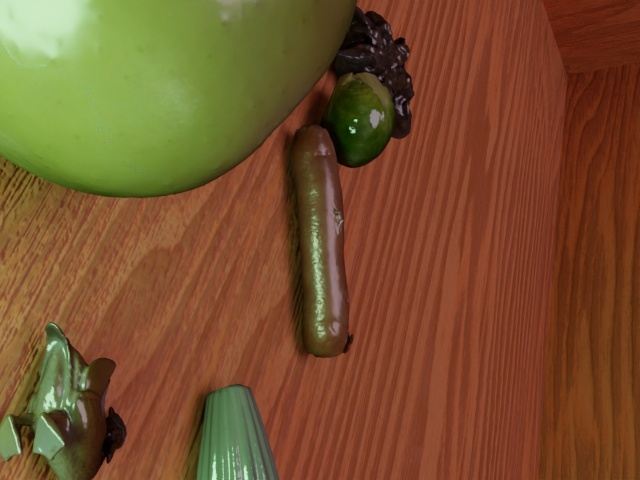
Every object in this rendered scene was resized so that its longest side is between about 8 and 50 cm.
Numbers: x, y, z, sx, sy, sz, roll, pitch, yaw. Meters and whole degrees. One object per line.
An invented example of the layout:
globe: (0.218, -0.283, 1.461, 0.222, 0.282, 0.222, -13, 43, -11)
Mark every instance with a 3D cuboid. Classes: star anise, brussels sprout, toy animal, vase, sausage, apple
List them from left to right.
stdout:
toy animal: (-0.277, 0.186, 0.821, 0.179, 0.089, 0.188, 11, 76, -72)
apple: (-0.194, -0.277, 0.703, 0.474, 0.474, 0.473, 16, 71, -57)
vase: (-0.117, 0.332, 1.016, 0.128, 0.128, 0.248, 16, 62, -57)
sausage: (0.000, 0.000, 1.289, 0.094, 0.094, 0.418, 19, 66, -79)
brussels sprout: (0.075, -0.230, 1.374, 0.161, 0.144, 0.180, -13, 104, -67)
star anise: (0.115, -0.355, 1.526, 0.315, 0.108, 0.315, 22, 65, -58)
